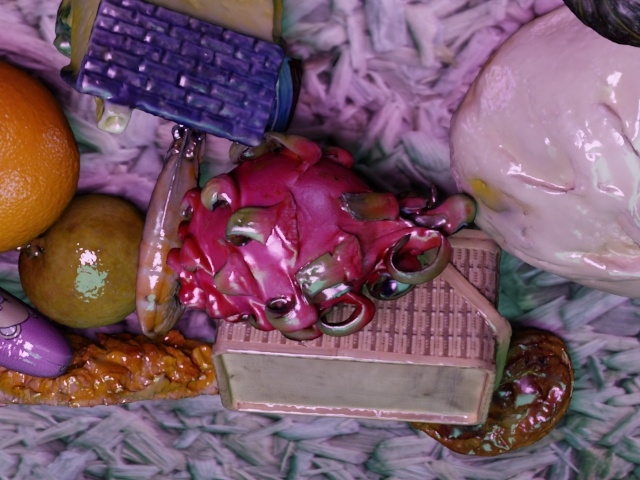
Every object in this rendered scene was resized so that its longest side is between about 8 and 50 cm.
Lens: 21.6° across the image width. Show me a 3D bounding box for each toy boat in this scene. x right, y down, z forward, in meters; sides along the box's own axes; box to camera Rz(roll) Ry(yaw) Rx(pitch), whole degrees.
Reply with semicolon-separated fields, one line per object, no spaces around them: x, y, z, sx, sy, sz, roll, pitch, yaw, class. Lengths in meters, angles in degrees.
-0.059;-0.139;1.678;0.061;0.060;0.137;-8;149;-25;toy boat

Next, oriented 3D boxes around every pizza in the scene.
-0.256;0.147;1.945;0.336;0.086;0.226;-1;180;3;pizza

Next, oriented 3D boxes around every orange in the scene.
-0.340;-0.086;1.647;0.206;0.206;0.206;0;141;0;orange

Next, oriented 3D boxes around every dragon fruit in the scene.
-0.007;0.006;1.647;0.273;0.218;0.198;21;122;-6;dragon fruit

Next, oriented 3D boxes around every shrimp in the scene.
-0.142;-0.026;1.795;0.051;0.198;0.262;13;98;9;shrimp

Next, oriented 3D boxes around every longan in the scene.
-0.257;0.019;1.800;0.176;0.145;0.154;15;115;-34;longan

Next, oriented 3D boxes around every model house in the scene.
-0.138;-0.159;1.540;0.194;0.211;0.170;18;135;-23;model house

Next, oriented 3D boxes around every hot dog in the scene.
0.207;0.189;2.055;0.160;0.099;0.227;31;129;-33;hot dog

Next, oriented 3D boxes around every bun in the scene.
0.307;-0.065;1.649;0.365;0.219;0.365;3;140;2;bun

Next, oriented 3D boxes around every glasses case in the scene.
-0.410;0.058;1.815;0.316;0.076;0.123;29;179;2;glasses case

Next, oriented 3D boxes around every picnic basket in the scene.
0.047;0.083;1.829;0.313;0.175;0.228;4;157;2;picnic basket

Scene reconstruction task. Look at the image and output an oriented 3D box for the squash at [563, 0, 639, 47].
0.272;-0.262;1.432;0.193;0.156;0.193;14;118;28;squash
